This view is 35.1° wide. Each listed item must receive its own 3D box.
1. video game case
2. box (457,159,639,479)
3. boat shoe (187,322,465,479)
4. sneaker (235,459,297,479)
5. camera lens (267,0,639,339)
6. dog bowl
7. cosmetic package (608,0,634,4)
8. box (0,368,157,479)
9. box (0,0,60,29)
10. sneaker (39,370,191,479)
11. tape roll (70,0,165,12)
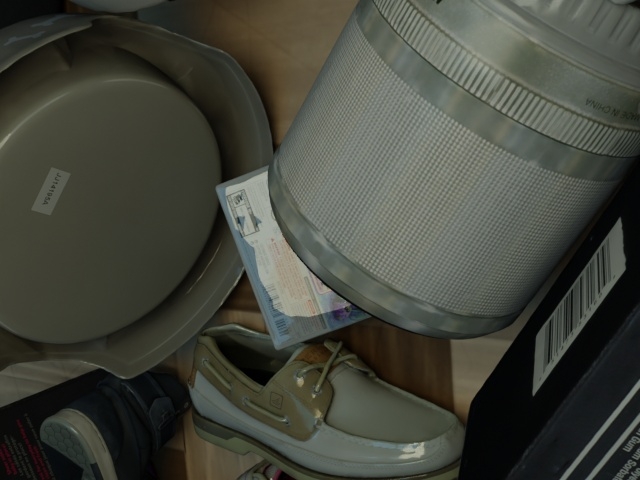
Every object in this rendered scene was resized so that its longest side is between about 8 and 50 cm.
[{"bbox_3d":[0.000,0.000,0.889,0.143,0.019,0.157,-21,89,8],"label":"video game case"},{"bbox_3d":[0.277,0.113,0.607,0.294,0.183,0.296,29,119,0],"label":"box"},{"bbox_3d":[-0.006,0.145,0.910,0.302,0.113,0.103,5,110,35],"label":"boat shoe"},{"bbox_3d":[-0.048,0.262,0.985,0.252,0.103,0.111,-5,94,30],"label":"sneaker"},{"bbox_3d":[0.106,-0.085,0.708,0.219,0.219,0.274,43,122,19],"label":"camera lens"},{"bbox_3d":[-0.207,-0.036,0.878,0.102,0.348,0.349,32,119,40],"label":"dog bowl"},{"bbox_3d":[0.287,-0.309,0.418,0.453,0.161,0.230,-18,58,37],"label":"cosmetic package"},{"bbox_3d":[-0.330,0.263,1.069,0.143,0.270,0.165,-26,85,36],"label":"box"},{"bbox_3d":[-0.531,-0.430,1.023,0.480,0.297,0.472,13,107,33],"label":"box"},{"bbox_3d":[-0.189,0.238,1.042,0.086,0.163,0.226,2,115,26],"label":"sneaker"},{"bbox_3d":[-0.167,-0.328,0.790,0.286,0.100,0.286,-4,81,29],"label":"tape roll"}]
